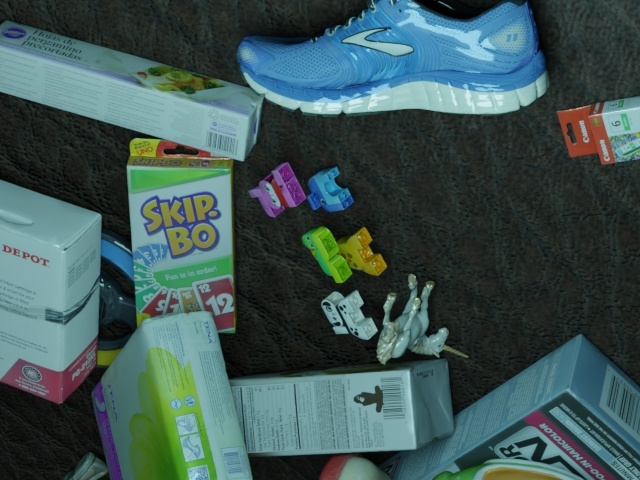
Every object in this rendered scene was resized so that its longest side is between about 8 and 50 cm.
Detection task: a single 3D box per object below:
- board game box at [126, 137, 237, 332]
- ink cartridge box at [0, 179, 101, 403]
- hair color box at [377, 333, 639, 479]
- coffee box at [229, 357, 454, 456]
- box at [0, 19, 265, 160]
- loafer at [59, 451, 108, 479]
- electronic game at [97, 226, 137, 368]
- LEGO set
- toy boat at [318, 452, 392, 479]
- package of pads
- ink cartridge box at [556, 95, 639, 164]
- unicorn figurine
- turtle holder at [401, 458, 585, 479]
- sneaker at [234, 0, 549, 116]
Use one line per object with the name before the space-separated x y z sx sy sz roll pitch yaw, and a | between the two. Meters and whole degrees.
board game box | -0.165 -0.003 1.809 0.124 0.039 0.259 2 119 2
ink cartridge box | -0.368 0.060 1.855 0.172 0.100 0.237 18 125 15
hair color box | 0.241 0.290 1.845 0.185 0.113 0.374 41 128 -12
coffee box | 0.022 0.204 1.828 0.246 0.141 0.098 -6 88 24
box | -0.224 -0.172 1.711 0.324 0.063 0.067 16 127 9
loafer | -0.348 0.350 2.146 0.039 0.045 0.125 34 126 -15
electronic game | -0.296 0.072 1.923 0.229 0.048 0.229 10 127 13
LEGO set | 0.000 0.000 1.738 0.093 0.087 0.227 -6 117 50
toy boat | -0.006 0.365 1.794 0.151 0.231 0.151 4 160 24
package of pads | -0.188 0.233 1.850 0.101 0.229 0.296 -7 160 -25
ink cartridge box | 0.310 -0.115 1.582 0.115 0.029 0.063 -8 121 24
unicorn figurine | 0.109 0.101 1.771 0.060 0.162 0.111 27 122 37
turtle holder | 0.233 0.394 1.702 0.227 0.243 0.320 -15 110 9
sneaker | 0.070 -0.212 1.558 0.330 0.130 0.147 0 110 16
